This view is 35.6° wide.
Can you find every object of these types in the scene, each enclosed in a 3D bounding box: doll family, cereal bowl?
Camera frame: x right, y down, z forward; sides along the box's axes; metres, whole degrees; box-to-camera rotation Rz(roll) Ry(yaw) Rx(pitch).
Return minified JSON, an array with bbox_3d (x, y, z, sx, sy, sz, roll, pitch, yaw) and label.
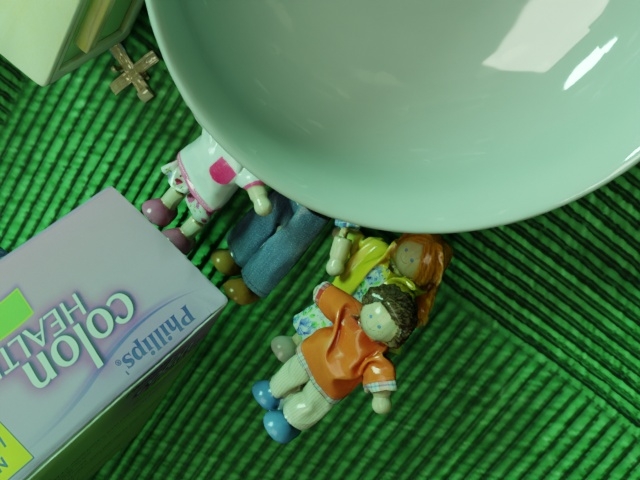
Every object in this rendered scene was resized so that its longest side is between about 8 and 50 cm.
[{"bbox_3d":[0.000,0.000,0.701,0.163,0.118,0.263,-45,68,29],"label":"doll family"},{"bbox_3d":[0.071,-0.178,0.571,0.339,0.141,0.339,-2,121,-4],"label":"cereal bowl"}]

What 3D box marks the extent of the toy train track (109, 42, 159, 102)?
[{"bbox_3d":[-0.155,-0.142,0.757,0.048,0.014,0.083,-34,90,23],"label":"toy train track"}]

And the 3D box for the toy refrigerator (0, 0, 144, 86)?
[{"bbox_3d":[-0.129,-0.228,0.612,0.094,0.102,0.269,39,130,1],"label":"toy refrigerator"}]

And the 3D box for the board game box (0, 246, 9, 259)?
[{"bbox_3d":[-0.353,0.011,0.762,0.136,0.201,0.035,35,112,9],"label":"board game box"}]

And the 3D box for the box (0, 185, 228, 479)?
[{"bbox_3d":[-0.206,0.115,0.684,0.117,0.213,0.243,44,141,5],"label":"box"}]
